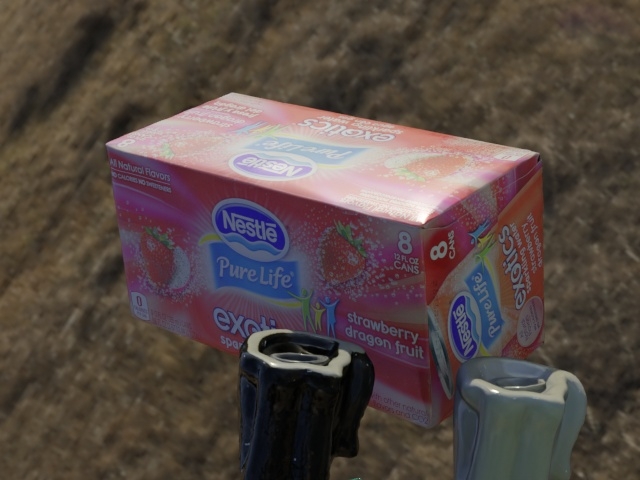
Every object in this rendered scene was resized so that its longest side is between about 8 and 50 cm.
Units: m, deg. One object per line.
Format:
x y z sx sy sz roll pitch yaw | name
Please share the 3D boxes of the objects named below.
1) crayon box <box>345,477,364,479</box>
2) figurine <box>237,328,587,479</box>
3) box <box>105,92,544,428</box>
0.065 0.251 0.548 0.081 0.278 0.165 -25 30 54 | crayon box
0.046 0.173 0.770 0.092 0.215 0.209 -92 9 -79 | figurine
0.000 0.000 0.915 0.300 0.154 0.142 17 32 38 | box
